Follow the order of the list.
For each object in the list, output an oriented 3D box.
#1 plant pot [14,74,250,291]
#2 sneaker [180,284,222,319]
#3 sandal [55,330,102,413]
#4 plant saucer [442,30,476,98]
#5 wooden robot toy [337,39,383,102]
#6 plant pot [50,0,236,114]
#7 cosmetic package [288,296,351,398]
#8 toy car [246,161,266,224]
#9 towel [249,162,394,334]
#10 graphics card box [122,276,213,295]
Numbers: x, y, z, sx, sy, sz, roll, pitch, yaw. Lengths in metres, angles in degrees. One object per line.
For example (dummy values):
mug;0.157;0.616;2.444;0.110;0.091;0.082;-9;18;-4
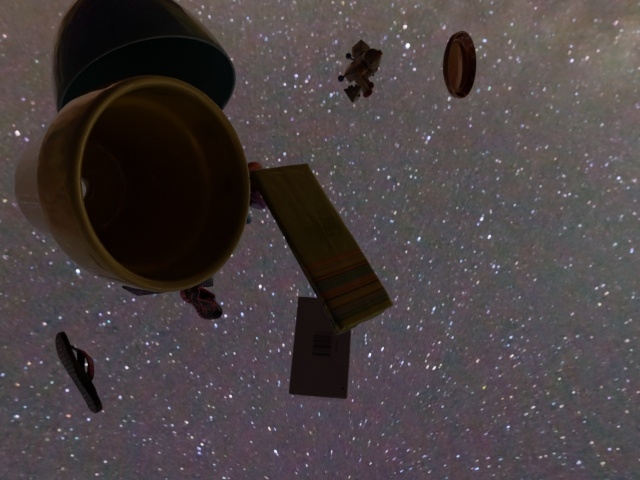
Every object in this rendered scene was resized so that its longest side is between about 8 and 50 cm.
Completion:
plant pot;-0.265;-0.070;0.585;0.238;0.254;0.254;3;-125;32
sneaker;-0.235;0.127;0.915;0.057;0.119;0.047;-10;-130;26
sandal;-0.478;0.260;0.887;0.040;0.067;0.179;-32;-80;-46
plant saucer;0.184;-0.232;0.586;0.013;0.084;0.084;12;-125;41
wooden robot toy;0.093;-0.333;0.841;0.076;0.079;0.173;39;-136;-25
plant pot;-0.319;-0.312;0.753;0.290;0.290;0.196;-25;-102;-14
cosmetic package;0.003;0.280;1.107;0.138;0.225;0.224;4;-112;4
toy car;-0.193;-0.117;1.092;0.136;0.159;0.182;12;-105;10
towel;0.000;0.000;0.570;0.102;0.021;0.237;-15;-113;-41
graphics card box;-0.431;-0.038;1.275;0.232;0.094;0.371;-8;-113;2
